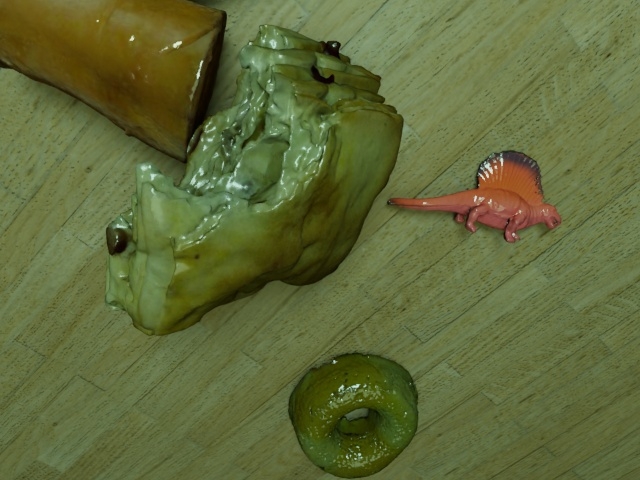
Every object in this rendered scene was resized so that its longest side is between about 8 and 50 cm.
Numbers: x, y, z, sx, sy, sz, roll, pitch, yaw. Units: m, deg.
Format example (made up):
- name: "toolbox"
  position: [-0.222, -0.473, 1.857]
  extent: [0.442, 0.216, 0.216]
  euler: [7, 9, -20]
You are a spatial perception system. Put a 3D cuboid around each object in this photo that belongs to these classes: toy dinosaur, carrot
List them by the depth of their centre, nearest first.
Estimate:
- name: "carrot"
  position: [-0.253, -0.222, 0.559]
  extent: [0.254, 0.196, 0.195]
  euler: [18, 114, -11]
- name: "toy dinosaur"
  position: [0.261, -0.083, 0.745]
  extent: [0.286, 0.070, 0.138]
  euler: [15, 105, -8]

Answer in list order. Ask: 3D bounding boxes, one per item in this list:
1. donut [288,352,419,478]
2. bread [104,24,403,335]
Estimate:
- name: "donut"
  position: [0.069, 0.352, 0.921]
  extent: [0.272, 0.107, 0.271]
  euler: [-3, 116, -5]
- name: "bread"
  position: [-0.052, -0.066, 0.548]
  extent: [0.192, 0.370, 0.314]
  euler: [32, 121, 19]
